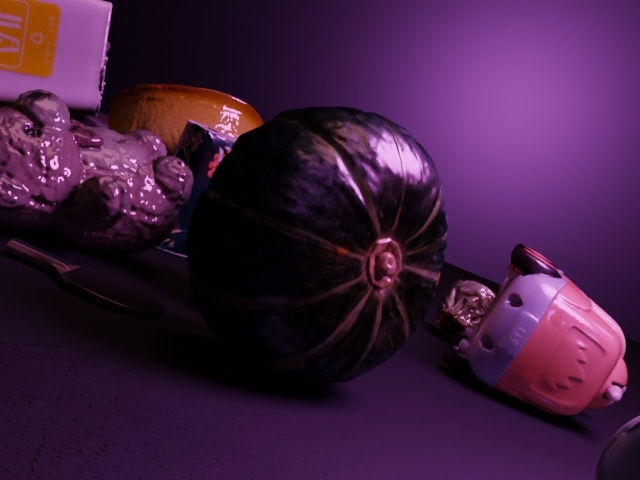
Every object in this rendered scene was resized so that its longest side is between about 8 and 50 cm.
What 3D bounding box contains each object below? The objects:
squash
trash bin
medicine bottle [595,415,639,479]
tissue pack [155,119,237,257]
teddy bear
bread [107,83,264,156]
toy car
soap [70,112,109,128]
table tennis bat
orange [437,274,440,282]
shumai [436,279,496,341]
[{"bbox_3d":[0.002,0.004,0.809,0.252,0.252,0.165,17,2,-43],"label":"squash"},{"bbox_3d":[-0.527,-0.316,1.445,0.367,0.256,0.296,8,1,-15],"label":"trash bin"},{"bbox_3d":[0.310,0.203,0.750,0.135,0.135,0.168,26,5,30],"label":"medicine bottle"},{"bbox_3d":[-0.161,-0.064,1.209,0.103,0.170,0.090,19,10,-40],"label":"tissue pack"},{"bbox_3d":[-0.278,-0.074,0.983,0.267,0.151,0.236,24,10,-41],"label":"teddy bear"},{"bbox_3d":[-0.199,-0.132,1.372,0.270,0.148,0.270,5,-21,2],"label":"bread"},{"bbox_3d":[0.303,0.135,1.197,0.212,0.180,0.270,34,8,9],"label":"toy car"},{"bbox_3d":[-0.377,-0.170,1.699,0.285,0.107,0.296,26,7,34],"label":"soap"},{"bbox_3d":[-0.220,0.036,0.846,0.158,0.014,0.095,24,7,0],"label":"table tennis bat"},{"bbox_3d":[0.052,0.017,1.185,0.219,0.193,0.219,8,12,-2],"label":"orange"},{"bbox_3d":[0.221,0.128,1.421,0.099,0.124,0.087,43,50,11],"label":"shumai"}]
